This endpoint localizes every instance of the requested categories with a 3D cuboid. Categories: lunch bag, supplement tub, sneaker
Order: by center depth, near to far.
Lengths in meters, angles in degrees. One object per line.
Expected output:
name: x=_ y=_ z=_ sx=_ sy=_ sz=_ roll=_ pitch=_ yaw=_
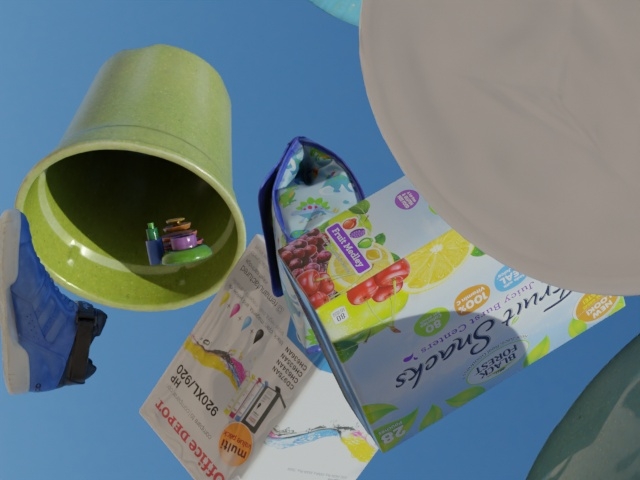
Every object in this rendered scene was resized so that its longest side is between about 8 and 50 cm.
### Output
supplement tub: x=0.191 y=-0.143 z=0.859 sx=0.241 sy=0.331 sz=0.241 roll=21 pitch=-49 yaw=26
sneaker: x=-0.219 y=0.047 z=1.425 sx=0.058 sy=0.084 sz=0.152 roll=-169 pitch=-105 yaw=-73
lunch bag: x=0.000 y=0.000 z=1.501 sx=0.151 sy=0.096 sz=0.129 roll=-104 pitch=-175 yaw=-54

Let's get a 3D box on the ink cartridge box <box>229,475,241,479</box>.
ink cartridge box: x=-0.092 y=0.254 z=1.558 sx=0.028 sy=0.083 sz=0.048 roll=51 pitch=2 yaw=-44

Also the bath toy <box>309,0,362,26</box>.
bath toy: x=0.083 y=-0.348 z=1.425 sx=0.348 sy=0.151 sz=0.129 roll=-50 pitch=-139 yaw=9

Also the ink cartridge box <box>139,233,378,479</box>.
ink cartridge box: x=-0.032 y=0.147 z=1.787 sx=0.171 sy=0.168 sz=0.233 roll=45 pitch=-73 yaw=38

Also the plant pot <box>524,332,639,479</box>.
plant pot: x=0.219 y=0.205 z=1.045 sx=0.195 sy=0.290 sz=0.290 roll=-35 pitch=-117 yaw=29

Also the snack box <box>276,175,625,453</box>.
snack box: x=0.094 y=0.027 z=1.187 sx=0.070 sy=0.207 sz=0.174 roll=55 pitch=-8 yaw=42

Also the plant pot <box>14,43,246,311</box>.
plant pot: x=-0.213 y=-0.098 z=2.146 sx=0.254 sy=0.276 sz=0.276 roll=-82 pitch=-168 yaw=-45

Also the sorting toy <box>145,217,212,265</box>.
sorting toy: x=-0.147 y=-0.002 z=1.769 sx=0.102 sy=0.061 sz=0.042 roll=-153 pitch=-128 yaw=-77
